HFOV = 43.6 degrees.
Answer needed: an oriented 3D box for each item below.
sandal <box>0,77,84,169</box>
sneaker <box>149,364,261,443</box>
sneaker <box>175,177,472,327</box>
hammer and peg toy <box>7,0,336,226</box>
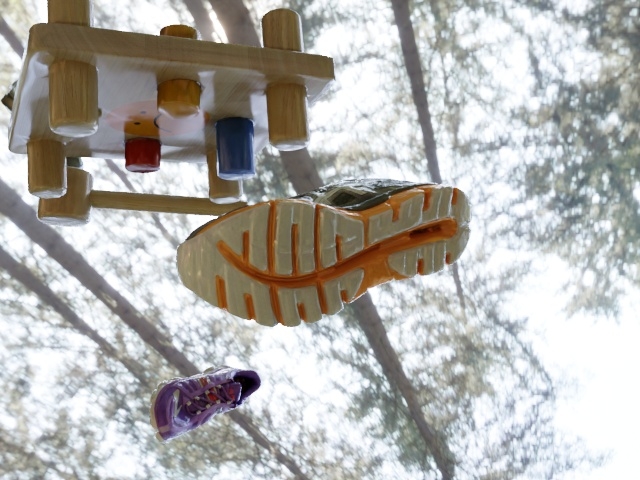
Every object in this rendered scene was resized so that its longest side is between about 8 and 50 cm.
[{"bbox_3d":[-0.354,-0.174,1.063,0.086,0.120,0.303,-33,-147,-4],"label":"sandal"},{"bbox_3d":[-0.135,0.185,0.954,0.071,0.170,0.068,-13,-84,35],"label":"sneaker"},{"bbox_3d":[0.000,0.000,0.548,0.215,0.084,0.083,-9,-159,-30],"label":"sneaker"},{"bbox_3d":[-0.165,-0.113,0.794,0.266,0.361,0.127,0,-103,-24],"label":"hammer and peg toy"}]
